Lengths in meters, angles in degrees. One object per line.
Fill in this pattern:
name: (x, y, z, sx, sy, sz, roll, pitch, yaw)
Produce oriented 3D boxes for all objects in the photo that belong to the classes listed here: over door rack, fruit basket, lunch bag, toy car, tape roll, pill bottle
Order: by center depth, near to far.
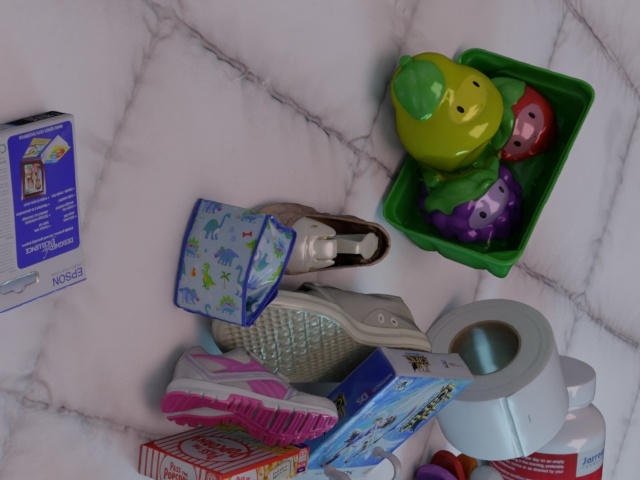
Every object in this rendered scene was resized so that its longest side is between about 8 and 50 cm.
lunch bag: (-0.120, 0.034, 1.718, 0.096, 0.129, 0.151, 35, 71, -52)
over door rack: (-0.041, 0.445, 1.898, 0.239, 0.108, 0.324, -12, 138, -46)
fruit basket: (0.258, -0.162, 2.091, 0.392, 0.283, 0.392, -54, 156, -38)
tape roll: (0.311, 0.246, 2.287, 0.246, 0.246, 0.169, -51, 137, -32)
toy car: (0.237, 0.461, 2.364, 0.182, 0.159, 0.136, -38, 95, -41)
pill bottle: (0.449, 0.445, 2.558, 0.229, 0.229, 0.407, -21, 117, -50)

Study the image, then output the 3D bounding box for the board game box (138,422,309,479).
board game box: (-0.132, 0.304, 1.774, 0.193, 0.147, 0.045, -8, 108, -54)

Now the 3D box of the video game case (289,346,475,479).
video game case: (0.081, 0.277, 2.009, 0.269, 0.061, 0.244, -45, 152, 22)

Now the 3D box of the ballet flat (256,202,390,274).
ballet flat: (0.000, 0.000, 1.892, 0.316, 0.106, 0.107, -7, 106, -53)

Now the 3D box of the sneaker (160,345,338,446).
sneaker: (-0.091, 0.204, 1.758, 0.252, 0.103, 0.111, 17, 48, -20)

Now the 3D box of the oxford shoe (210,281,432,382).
oxford shoe: (-0.004, 0.126, 1.926, 0.169, 0.130, 0.449, -40, 147, 28)

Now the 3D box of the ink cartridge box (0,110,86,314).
ink cartridge box: (-0.358, -0.025, 1.439, 0.206, 0.045, 0.208, -24, 119, -49)
